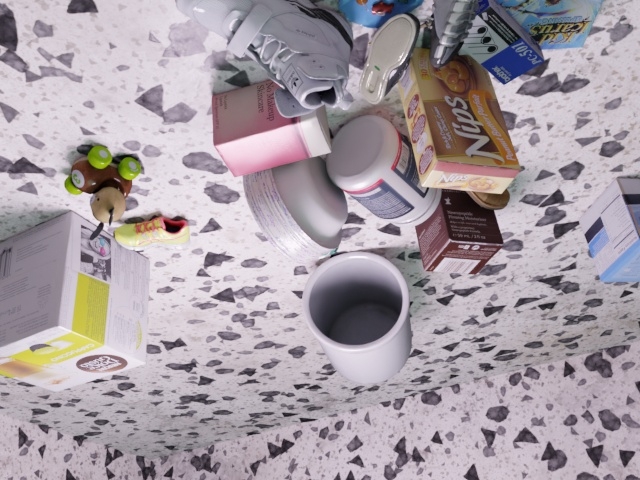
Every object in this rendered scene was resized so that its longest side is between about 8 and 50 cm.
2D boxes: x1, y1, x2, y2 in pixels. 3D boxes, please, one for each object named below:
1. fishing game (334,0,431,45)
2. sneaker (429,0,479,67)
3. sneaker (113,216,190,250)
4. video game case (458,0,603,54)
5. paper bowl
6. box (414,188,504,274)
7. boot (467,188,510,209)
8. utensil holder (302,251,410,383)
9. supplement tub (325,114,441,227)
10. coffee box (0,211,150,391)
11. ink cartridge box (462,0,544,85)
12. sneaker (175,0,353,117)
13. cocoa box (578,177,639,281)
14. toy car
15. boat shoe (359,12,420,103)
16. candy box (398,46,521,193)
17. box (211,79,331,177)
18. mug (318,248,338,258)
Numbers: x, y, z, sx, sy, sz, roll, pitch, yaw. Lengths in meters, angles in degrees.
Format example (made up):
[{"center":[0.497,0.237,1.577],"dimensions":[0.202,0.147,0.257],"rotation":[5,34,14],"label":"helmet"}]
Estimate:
[{"center":[0.118,-0.470,1.303],"dimensions":[0.189,0.041,0.264],"rotation":[-14,148,7],"label":"fishing game"},{"center":[0.216,-0.440,1.249],"dimensions":[0.086,0.132,0.229],"rotation":[-24,140,-55],"label":"sneaker"},{"center":[-0.454,-0.030,1.878],"dimensions":[0.208,0.082,0.094],"rotation":[-2,142,-22],"label":"sneaker"},{"center":[0.414,-0.474,1.336],"dimensions":[0.269,0.061,0.244],"rotation":[-5,150,-4],"label":"video game case"},{"center":[-0.043,-0.099,1.639],"dimensions":[0.148,0.284,0.284],"rotation":[-28,143,24],"label":"paper bowl"},{"center":[0.373,-0.034,1.906],"dimensions":[0.168,0.203,0.167],"rotation":[4,147,-17],"label":"box"},{"center":[0.420,-0.173,1.795],"dimensions":[0.305,0.112,0.115],"rotation":[26,125,-39],"label":"boot"},{"center":[0.134,0.267,2.238],"dimensions":[0.327,0.328,0.385],"rotation":[-10,150,5],"label":"utensil holder"},{"center":[0.157,-0.160,1.668],"dimensions":[0.191,0.191,0.272],"rotation":[-25,144,26],"label":"supplement tub"},{"center":[-0.709,0.185,1.914],"dimensions":[0.337,0.338,0.334],"rotation":[-19,147,20],"label":"coffee box"},{"center":[0.342,-0.391,1.352],"dimensions":[0.097,0.046,0.207],"rotation":[-28,143,35],"label":"ink cartridge box"},{"center":[-0.089,-0.360,1.274],"dimensions":[0.365,0.210,0.137],"rotation":[12,143,-29],"label":"sneaker"},{"center":[0.991,-0.026,2.021],"dimensions":[0.346,0.228,0.231],"rotation":[0,148,-11],"label":"cocoa box"},{"center":[-0.519,-0.097,1.636],"dimensions":[0.148,0.189,0.155],"rotation":[21,139,-38],"label":"toy car"},{"center":[0.148,-0.380,1.414],"dimensions":[0.079,0.084,0.233],"rotation":[-35,167,-29],"label":"boat shoe"},{"center":[0.276,-0.251,1.424],"dimensions":[0.182,0.317,0.088],"rotation":[3,147,-16],"label":"candy box"},{"center":[-0.107,-0.254,1.503],"dimensions":[0.232,0.149,0.127],"rotation":[-14,147,10],"label":"box"},{"center":[-0.001,-0.005,1.978],"dimensions":[0.157,0.098,0.129],"rotation":[6,146,-20],"label":"mug"}]
